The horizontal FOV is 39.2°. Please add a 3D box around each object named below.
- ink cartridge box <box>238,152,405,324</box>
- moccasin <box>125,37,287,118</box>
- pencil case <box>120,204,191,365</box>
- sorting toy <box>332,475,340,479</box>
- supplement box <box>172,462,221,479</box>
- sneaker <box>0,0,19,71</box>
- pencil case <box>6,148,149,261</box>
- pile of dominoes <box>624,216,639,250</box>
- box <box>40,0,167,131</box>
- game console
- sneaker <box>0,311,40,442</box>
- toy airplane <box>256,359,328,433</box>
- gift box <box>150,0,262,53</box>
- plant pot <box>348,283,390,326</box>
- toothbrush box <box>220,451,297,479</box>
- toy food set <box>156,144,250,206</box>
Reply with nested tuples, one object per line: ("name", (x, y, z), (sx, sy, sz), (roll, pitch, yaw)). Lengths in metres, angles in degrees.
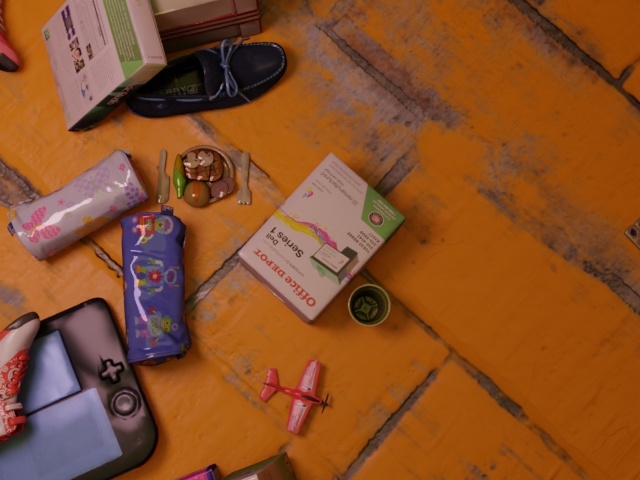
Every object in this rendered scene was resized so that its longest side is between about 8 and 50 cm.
("ink cartridge box", (0.000, 0.000, 1.781), (0.201, 0.117, 0.278), (42, 82, 4))
("moccasin", (-0.228, -0.322, 1.821), (0.342, 0.117, 0.137), (-22, 83, -6))
("pencil case", (-0.319, 0.090, 1.753), (0.133, 0.119, 0.306), (-2, 81, -14))
("sorting toy", (0.071, 0.614, 1.642), (0.041, 0.229, 0.307), (-27, 103, 25))
("supplement box", (-0.288, 0.515, 1.691), (0.220, 0.111, 0.113), (-19, 83, -5))
("sneaker", (-0.698, -0.485, 1.827), (0.136, 0.116, 0.314), (-40, 85, -9))
("pencil case", (-0.476, -0.071, 1.774), (0.273, 0.113, 0.124), (-29, 64, -6))
("pile of dominoes", (0.786, 0.009, 1.855), (0.196, 0.040, 0.251), (-42, 86, -8))
("box", (-0.426, -0.377, 1.739), (0.059, 0.322, 0.232), (-10, 80, -42))
("game console", (-0.535, 0.333, 1.735), (0.387, 0.060, 0.341), (-23, 83, -6))
("sneaker", (-0.584, 0.274, 1.684), (0.145, 0.090, 0.270), (40, 83, 8))
("toy airplane", (-0.057, 0.302, 1.776), (0.151, 0.028, 0.151), (0, 80, -3))
("gift box", (-0.244, -0.553, 1.789), (0.258, 0.255, 0.276), (-14, 88, -3))
("plant pot", (0.094, 0.132, 1.784), (0.083, 0.079, 0.083), (0, 80, -2))
("toothbrush box", (-0.102, 0.511, 1.605), (0.122, 0.283, 0.206), (-22, 81, 6))
("toy food set", (-0.238, -0.133, 1.831), (0.192, 0.038, 0.132), (0, 81, -3))
